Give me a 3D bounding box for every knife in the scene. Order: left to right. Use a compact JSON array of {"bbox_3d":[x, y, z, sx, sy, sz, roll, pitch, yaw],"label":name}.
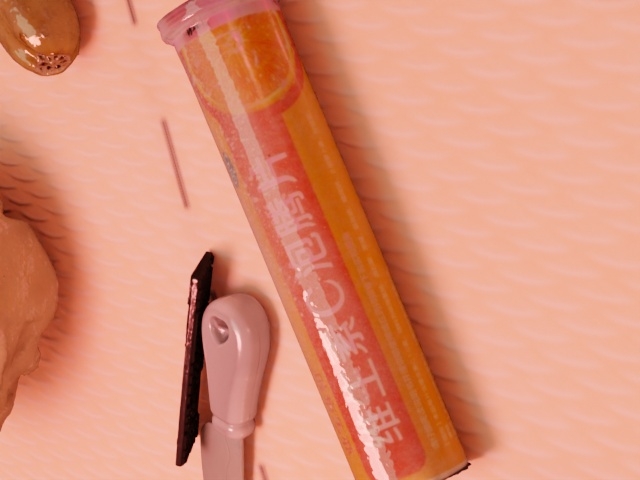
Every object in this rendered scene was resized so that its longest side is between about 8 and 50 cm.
[{"bbox_3d":[-0.090,0.196,1.386,0.080,0.044,0.331,31,128,39],"label":"knife"}]

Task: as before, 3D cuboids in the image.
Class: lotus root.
[{"bbox_3d":[-0.292,-0.242,1.413,0.183,0.077,0.090,55,145,19],"label":"lotus root"}]

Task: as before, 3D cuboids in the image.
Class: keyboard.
[{"bbox_3d":[-0.119,0.113,1.373,0.013,0.061,0.204,9,115,6],"label":"keyboard"}]

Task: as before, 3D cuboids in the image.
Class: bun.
[{"bbox_3d":[-0.409,0.103,1.533,0.219,0.365,0.365,29,138,-18],"label":"bun"}]

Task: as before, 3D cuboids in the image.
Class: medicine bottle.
[{"bbox_3d":[0.000,0.000,1.175,0.108,0.108,0.426,-27,85,48],"label":"medicine bottle"}]
